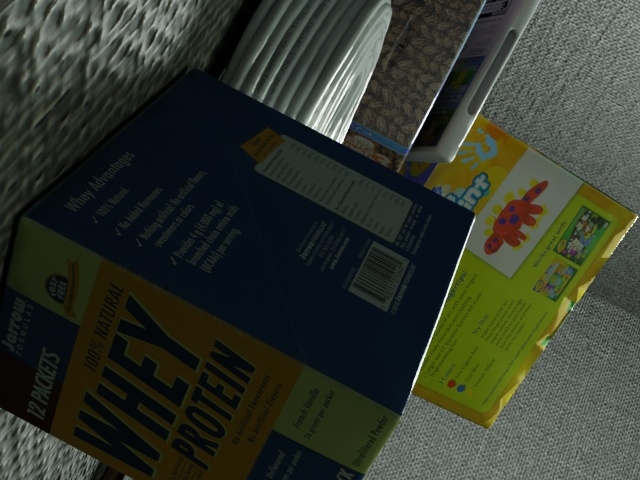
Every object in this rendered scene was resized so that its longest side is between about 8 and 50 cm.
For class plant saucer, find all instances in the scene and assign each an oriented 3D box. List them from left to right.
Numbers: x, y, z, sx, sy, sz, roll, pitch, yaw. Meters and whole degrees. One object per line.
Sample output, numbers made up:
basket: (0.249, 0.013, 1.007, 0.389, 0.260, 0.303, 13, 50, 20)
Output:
plant saucer: (-0.245, 0.281, 1.159, 0.084, 0.013, 0.083, -63, 177, -6)

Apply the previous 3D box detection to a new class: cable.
cable: (-0.029, -0.097, 0.771, 0.257, 0.089, 0.257, -63, 177, -1)

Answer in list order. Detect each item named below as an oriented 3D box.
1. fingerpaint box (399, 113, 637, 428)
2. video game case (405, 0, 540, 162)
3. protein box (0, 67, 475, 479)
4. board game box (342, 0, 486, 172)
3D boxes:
fingerpaint box: (0.236, 0.037, 1.611, 0.445, 0.371, 0.163, -58, -156, 11)
video game case: (0.178, -0.259, 1.544, 0.300, 0.036, 0.329, -60, -155, -8)
protein box: (-0.044, 0.033, 0.558, 0.136, 0.201, 0.200, -65, 177, 36)
board game box: (0.083, -0.203, 1.294, 0.232, 0.141, 0.291, -62, 177, -13)
